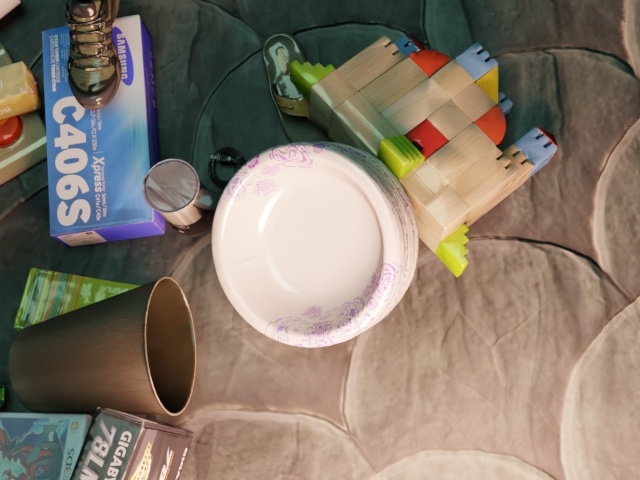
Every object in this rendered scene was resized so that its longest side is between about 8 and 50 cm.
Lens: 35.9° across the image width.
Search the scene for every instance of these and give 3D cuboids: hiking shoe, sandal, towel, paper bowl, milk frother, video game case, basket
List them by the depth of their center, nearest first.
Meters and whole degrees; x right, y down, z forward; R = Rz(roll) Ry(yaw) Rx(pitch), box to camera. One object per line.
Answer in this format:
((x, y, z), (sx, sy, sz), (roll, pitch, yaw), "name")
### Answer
((0.000, 0.000, 1.402), (0.284, 0.148, 0.284), (4, 99, 23), "paper bowl")
((-0.313, 0.168, 1.410), (0.227, 0.154, 0.204), (-13, 56, 16), "basket")
((-0.435, 0.342, 1.433), (0.202, 0.023, 0.183), (-3, 69, 20), "video game case")
((-0.184, -0.091, 1.485), (0.129, 0.134, 0.143), (0, 76, 6), "milk frother")
((-0.355, -0.313, 1.495), (0.086, 0.114, 0.226), (-5, 75, 6), "hiking shoe")
((-0.346, 0.107, 1.513), (0.237, 0.021, 0.102), (8, 78, 9), "towel")
((-0.033, -0.232, 1.538), (0.090, 0.060, 0.219), (-20, 80, 2), "sandal")

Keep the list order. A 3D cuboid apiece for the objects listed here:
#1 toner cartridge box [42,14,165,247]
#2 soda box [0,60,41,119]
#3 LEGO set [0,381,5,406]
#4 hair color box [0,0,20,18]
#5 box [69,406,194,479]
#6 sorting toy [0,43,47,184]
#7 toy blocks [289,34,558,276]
((-0.343, -0.173, 1.557), (0.165, 0.075, 0.347), (-8, 75, 4), "toner cartridge box")
((-0.540, -0.222, 1.564), (0.181, 0.058, 0.061), (-15, 70, 5), "soda box")
((-0.644, 0.198, 1.423), (0.255, 0.192, 0.331), (-42, 68, -3), "LEGO set")
((-0.680, -0.352, 1.583), (0.347, 0.174, 0.105), (-41, 52, -5), "hair color box")
((-0.271, 0.376, 1.294), (0.073, 0.293, 0.295), (16, 77, 11), "box")
((-0.611, -0.166, 1.605), (0.307, 0.041, 0.229), (-30, 74, -1), "sorting toy")
((0.174, -0.176, 1.458), (0.261, 0.190, 0.381), (-38, 75, -16), "toy blocks")
